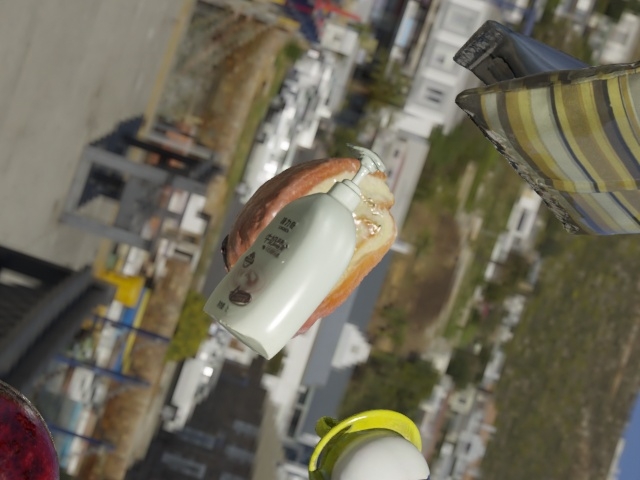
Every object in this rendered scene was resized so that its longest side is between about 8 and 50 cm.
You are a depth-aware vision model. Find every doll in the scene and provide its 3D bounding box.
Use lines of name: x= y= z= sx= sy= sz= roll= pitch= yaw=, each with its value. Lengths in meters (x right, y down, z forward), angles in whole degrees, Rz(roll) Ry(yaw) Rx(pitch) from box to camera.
doll: x=0.061 y=0.171 z=0.825 sx=0.129 sy=0.207 sz=0.081 roll=4 pitch=122 yaw=-46

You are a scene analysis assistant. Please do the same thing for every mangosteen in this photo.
mangosteen: x=-0.419 y=0.256 z=1.668 sx=0.261 sy=0.236 sz=0.235 roll=-71 pitch=180 yaw=-74

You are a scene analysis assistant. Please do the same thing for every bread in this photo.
bread: x=-0.006 y=-0.010 z=1.810 sx=0.244 sy=0.190 sz=0.123 roll=-47 pitch=-156 yaw=-28

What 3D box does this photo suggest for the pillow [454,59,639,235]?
pillow: x=0.215 y=-0.055 z=0.850 sx=0.208 sy=0.212 sz=0.052 roll=36 pitch=55 yaw=-53

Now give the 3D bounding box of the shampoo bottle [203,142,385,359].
shampoo bottle: x=-0.008 y=0.003 z=0.913 sx=0.152 sy=0.045 sz=0.077 roll=-50 pitch=-150 yaw=-8

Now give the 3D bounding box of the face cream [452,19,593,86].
face cream: x=0.262 y=-0.092 z=1.223 sx=0.089 sy=0.314 sz=0.143 roll=-63 pitch=-176 yaw=-7
